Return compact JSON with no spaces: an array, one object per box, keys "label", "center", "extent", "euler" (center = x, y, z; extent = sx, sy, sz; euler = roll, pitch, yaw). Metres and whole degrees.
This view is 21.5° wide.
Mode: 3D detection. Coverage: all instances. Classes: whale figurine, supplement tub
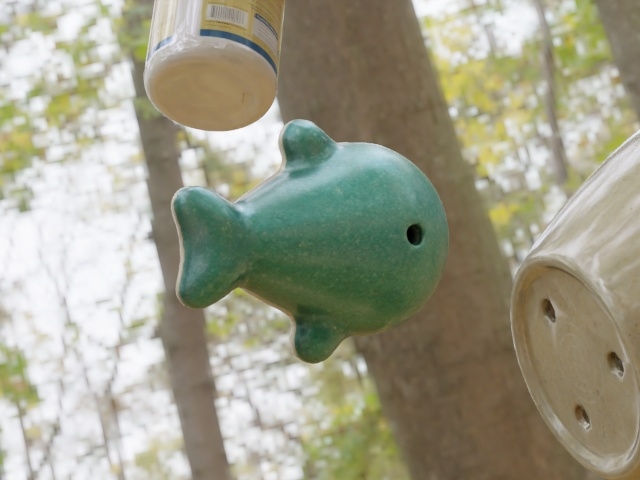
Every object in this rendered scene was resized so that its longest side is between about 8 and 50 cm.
[{"label":"whale figurine","center":[0.000,0.000,1.466],"extent":[0.272,0.216,0.141],"euler":[-1,-2,-41]},{"label":"supplement tub","center":[-0.112,-0.235,1.841],"extent":[0.144,0.199,0.144],"euler":[3,-33,2]}]

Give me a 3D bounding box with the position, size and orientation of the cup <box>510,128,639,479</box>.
[{"label":"cup","center":[0.279,0.052,1.206],"extent":[0.237,0.331,0.331],"euler":[-18,-14,-21]}]
